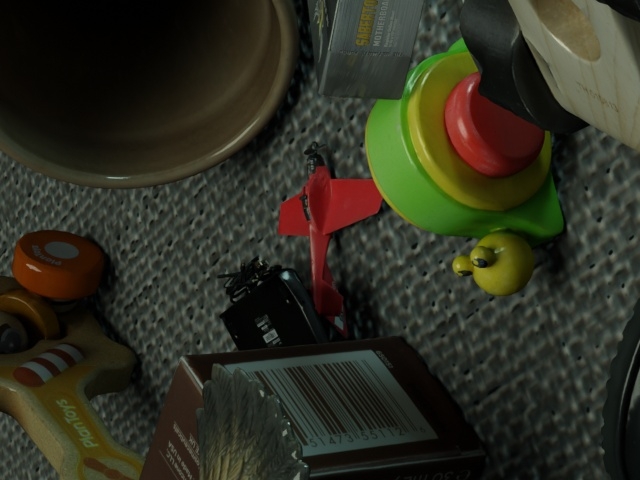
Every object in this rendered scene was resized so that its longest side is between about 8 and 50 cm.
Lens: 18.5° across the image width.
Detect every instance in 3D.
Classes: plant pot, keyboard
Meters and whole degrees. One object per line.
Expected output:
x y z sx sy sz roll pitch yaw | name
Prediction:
-0.160 -0.211 1.540 0.229 0.263 0.263 -103 31 -44 | plant pot
-0.030 0.054 1.503 0.100 0.038 0.192 62 159 3 | keyboard

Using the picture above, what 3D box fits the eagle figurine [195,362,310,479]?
-0.075 0.262 1.204 0.225 0.226 0.298 -12 112 52 | eagle figurine

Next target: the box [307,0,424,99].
0.028 -0.232 1.238 0.183 0.056 0.231 102 167 -45 | box

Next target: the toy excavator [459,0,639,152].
0.235 -0.291 0.957 0.222 0.445 0.433 34 162 49 | toy excavator

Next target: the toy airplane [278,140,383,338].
0.000 0.000 1.483 0.151 0.028 0.151 9 100 58 | toy airplane

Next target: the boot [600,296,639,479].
0.258 0.070 1.038 0.207 0.094 0.246 34 114 55 | boot

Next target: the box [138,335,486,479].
-0.047 0.261 1.431 0.143 0.191 0.381 53 134 40 | box

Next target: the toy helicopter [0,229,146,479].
-0.256 0.132 1.694 0.355 0.235 0.140 45 129 45 | toy helicopter

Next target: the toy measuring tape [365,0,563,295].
0.074 -0.121 1.284 0.121 0.121 0.330 -31 67 53 | toy measuring tape
